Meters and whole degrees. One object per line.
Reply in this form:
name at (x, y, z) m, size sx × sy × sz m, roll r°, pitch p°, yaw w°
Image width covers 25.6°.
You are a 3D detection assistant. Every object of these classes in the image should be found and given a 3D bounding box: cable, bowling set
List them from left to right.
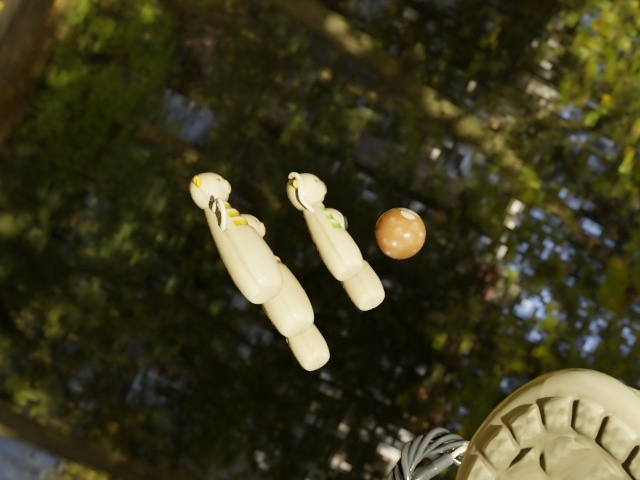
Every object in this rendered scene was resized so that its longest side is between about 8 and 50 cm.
bowling set at (0.000, 0.000, 1.496) m, size 0.200 × 0.154 × 0.287 m, roll -29°, pitch 154°, yaw -3°
cable at (0.117, 0.286, 1.418) m, size 0.047 × 0.150 × 0.184 m, roll 8°, pitch -107°, yaw 54°

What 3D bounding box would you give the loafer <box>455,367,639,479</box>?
loafer at (0.129, 0.156, 0.399) m, size 0.102 × 0.268 × 0.092 m, roll -34°, pitch 169°, yaw 33°
